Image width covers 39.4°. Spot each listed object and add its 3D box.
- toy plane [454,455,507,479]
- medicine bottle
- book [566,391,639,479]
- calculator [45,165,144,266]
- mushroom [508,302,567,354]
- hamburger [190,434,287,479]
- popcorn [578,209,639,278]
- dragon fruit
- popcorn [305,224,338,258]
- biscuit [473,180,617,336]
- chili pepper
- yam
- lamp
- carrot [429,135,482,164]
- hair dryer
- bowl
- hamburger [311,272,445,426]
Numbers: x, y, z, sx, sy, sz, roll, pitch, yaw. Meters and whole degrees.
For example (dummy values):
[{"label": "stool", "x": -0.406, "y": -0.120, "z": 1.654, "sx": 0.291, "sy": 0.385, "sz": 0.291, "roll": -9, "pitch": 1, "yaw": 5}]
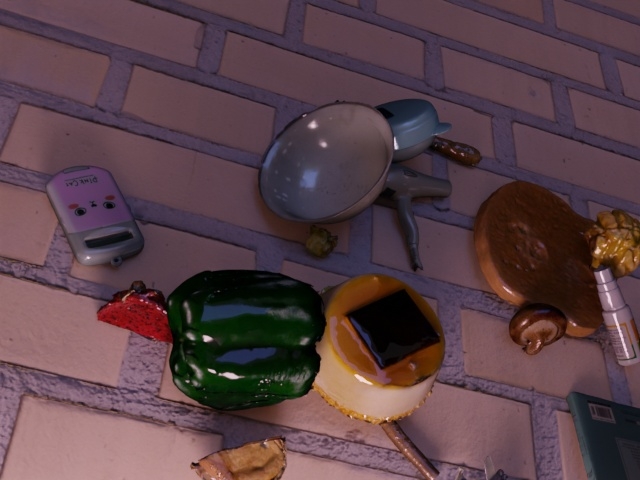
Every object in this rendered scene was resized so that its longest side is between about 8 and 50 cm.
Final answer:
[{"label": "toy plane", "x": 0.278, "y": 0.517, "z": 1.582, "sx": 0.192, "sy": 0.088, "sz": 0.262, "roll": 47, "pitch": 48, "yaw": -20}, {"label": "medicine bottle", "x": 0.661, "y": 0.163, "z": 1.993, "sx": 0.092, "sy": 0.061, "sz": 0.220, "roll": -33, "pitch": 104, "yaw": -71}, {"label": "book", "x": 0.643, "y": 0.477, "z": 1.770, "sx": 0.264, "sy": 0.031, "sz": 0.379, "roll": 15, "pitch": 39, "yaw": -12}, {"label": "calculator", "x": -0.442, "y": -0.047, "z": 1.754, "sx": 0.141, "sy": 0.045, "sz": 0.246, "roll": -14, "pitch": 61, "yaw": -31}, {"label": "mushroom", "x": 0.467, "y": 0.185, "z": 1.912, "sx": 0.127, "sy": 0.127, "sz": 0.087, "roll": 5, "pitch": 44, "yaw": -20}, {"label": "hamburger", "x": -0.128, "y": 0.400, "z": 1.508, "sx": 0.176, "sy": 0.087, "sz": 0.102, "roll": -6, "pitch": 68, "yaw": -36}, {"label": "popcorn", "x": 0.678, "y": 0.006, "z": 2.061, "sx": 0.152, "sy": 0.148, "sz": 0.167, "roll": -7, "pitch": 32, "yaw": 9}, {"label": "dragon fruit", "x": -0.315, "y": 0.117, "z": 1.635, "sx": 0.162, "sy": 0.106, "sz": 0.083, "roll": 22, "pitch": 47, "yaw": -2}, {"label": "popcorn", "x": -0.002, "y": -0.001, "z": 1.898, "sx": 0.068, "sy": 0.059, "sz": 0.083, "roll": -7, "pitch": 48, "yaw": -28}, {"label": "biscuit", "x": 0.523, "y": 0.034, "z": 2.093, "sx": 0.365, "sy": 0.062, "sz": 0.385, "roll": 28, "pitch": 47, "yaw": -3}, {"label": "chili pepper", "x": -0.136, "y": 0.167, "z": 1.564, "sx": 0.257, "sy": 0.233, "sz": 0.248, "roll": 2, "pitch": 75, "yaw": -29}, {"label": "yam", "x": 0.165, "y": 0.388, "z": 1.671, "sx": 0.032, "sy": 0.032, "sz": 0.145, "roll": -28, "pitch": 67, "yaw": -37}, {"label": "lamp", "x": 0.149, "y": -0.257, "z": 2.097, "sx": 0.284, "sy": 0.147, "sz": 0.209, "roll": -1, "pitch": 18, "yaw": -14}, {"label": "carrot", "x": 0.285, "y": -0.247, "z": 2.233, "sx": 0.255, "sy": 0.049, "sz": 0.049, "roll": 22, "pitch": 48, "yaw": -1}, {"label": "hair dryer", "x": 0.237, "y": -0.066, "z": 2.061, "sx": 0.229, "sy": 0.092, "sz": 0.267, "roll": -16, "pitch": 75, "yaw": -39}, {"label": "bowl", "x": 0.036, "y": -0.138, "z": 1.942, "sx": 0.314, "sy": 0.146, "sz": 0.313, "roll": -14, "pitch": 56, "yaw": 21}, {"label": "hamburger", "x": 0.094, "y": 0.201, "z": 1.697, "sx": 0.276, "sy": 0.179, "sz": 0.294, "roll": -25, "pitch": 69, "yaw": -34}]
